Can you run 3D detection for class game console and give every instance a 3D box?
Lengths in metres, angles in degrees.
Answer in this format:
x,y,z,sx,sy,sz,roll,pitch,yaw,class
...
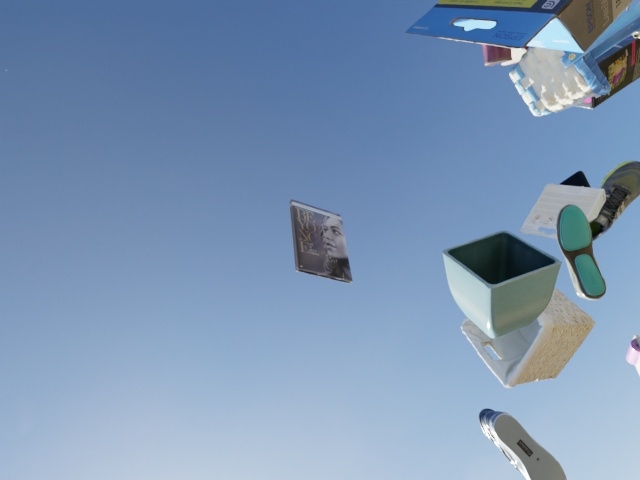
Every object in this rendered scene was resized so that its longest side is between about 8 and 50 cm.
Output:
x,y,z,sx,sy,sz,roll,pitch,yaw,class
0.716,-0.113,1.217,0.071,0.107,0.122,1,-117,-24,game console

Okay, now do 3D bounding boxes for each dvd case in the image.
x,y,z,sx,sy,sz,roll,pitch,yaw,class
0.000,0.000,1.161,0.164,0.221,0.018,16,-42,-29,dvd case

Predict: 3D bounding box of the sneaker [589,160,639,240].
x,y,z,sx,sy,sz,roll,pitch,yaw,class
0.853,-0.096,1.310,0.121,0.111,0.300,-45,-21,-49,sneaker

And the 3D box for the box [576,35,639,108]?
x,y,z,sx,sy,sz,roll,pitch,yaw,class
0.859,-0.539,1.382,0.270,0.165,0.143,-31,-53,-17,box

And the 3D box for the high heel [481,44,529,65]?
x,y,z,sx,sy,sz,roll,pitch,yaw,class
0.557,-0.612,1.286,0.377,0.127,0.181,-28,-70,-49,high heel

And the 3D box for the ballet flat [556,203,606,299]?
x,y,z,sx,sy,sz,roll,pitch,yaw,class
0.566,0.028,0.982,0.072,0.068,0.213,-13,-100,8,ballet flat

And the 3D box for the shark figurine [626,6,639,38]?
x,y,z,sx,sy,sz,roll,pitch,yaw,class
0.856,-0.540,1.090,0.278,0.166,0.116,12,-72,1,shark figurine

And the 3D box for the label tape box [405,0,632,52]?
x,y,z,sx,sy,sz,roll,pitch,yaw,class
0.343,-0.395,0.715,0.334,0.240,0.106,-46,-47,-4,label tape box

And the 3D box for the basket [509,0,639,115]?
x,y,z,sx,sy,sz,roll,pitch,yaw,class
0.594,-0.419,0.994,0.254,0.289,0.201,-23,-95,-53,basket

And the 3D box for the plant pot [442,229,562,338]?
x,y,z,sx,sy,sz,roll,pitch,yaw,class
0.555,0.155,1.390,0.247,0.248,0.252,-16,-62,-13,plant pot

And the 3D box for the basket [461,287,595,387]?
x,y,z,sx,sy,sz,roll,pitch,yaw,class
0.779,0.323,1.699,0.266,0.328,0.331,0,-57,-21,basket

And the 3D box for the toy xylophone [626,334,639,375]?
x,y,z,sx,sy,sz,roll,pitch,yaw,class
0.685,0.200,0.699,0.236,0.322,0.081,57,-142,-56,toy xylophone

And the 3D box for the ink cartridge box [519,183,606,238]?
x,y,z,sx,sy,sz,roll,pitch,yaw,class
0.624,-0.065,1.141,0.179,0.145,0.045,-54,-51,-16,ink cartridge box

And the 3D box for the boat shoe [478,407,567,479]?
x,y,z,sx,sy,sz,roll,pitch,yaw,class
0.376,0.393,0.828,0.065,0.083,0.183,-37,-97,-8,boat shoe
